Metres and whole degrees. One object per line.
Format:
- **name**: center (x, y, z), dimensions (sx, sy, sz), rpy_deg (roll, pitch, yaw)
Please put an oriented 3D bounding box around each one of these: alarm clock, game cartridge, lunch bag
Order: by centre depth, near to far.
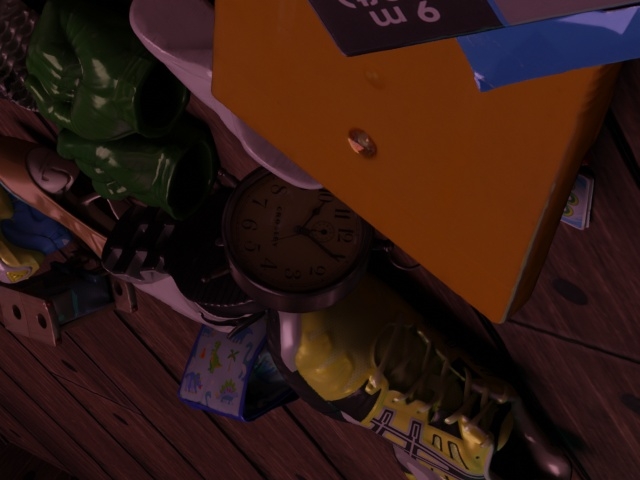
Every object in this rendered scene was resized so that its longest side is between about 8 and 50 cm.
- **game cartridge**: center (0.050, -0.119, 1.052), dimensions (0.285, 0.053, 0.323), rpy_deg (39, 152, 16)
- **alarm clock**: center (0.000, 0.000, 1.413), dimensions (0.192, 0.129, 0.064), rpy_deg (6, 157, 5)
- **lunch bag**: center (-0.074, 0.125, 1.769), dimensions (0.129, 0.151, 0.096), rpy_deg (7, 145, 53)

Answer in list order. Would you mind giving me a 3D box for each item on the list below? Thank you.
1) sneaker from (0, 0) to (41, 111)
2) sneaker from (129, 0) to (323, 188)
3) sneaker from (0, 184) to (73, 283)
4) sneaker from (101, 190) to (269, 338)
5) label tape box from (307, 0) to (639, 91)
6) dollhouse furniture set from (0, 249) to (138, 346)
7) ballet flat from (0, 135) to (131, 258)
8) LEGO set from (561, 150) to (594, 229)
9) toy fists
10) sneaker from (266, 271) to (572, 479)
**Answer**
- **sneaker**: center (-0.347, -0.232, 1.493), dimensions (0.146, 0.102, 0.293), rpy_deg (25, 158, 32)
- **sneaker**: center (-0.063, -0.124, 1.321), dimensions (0.212, 0.080, 0.094), rpy_deg (44, 172, -1)
- **sneaker**: center (-0.365, -0.063, 1.954), dimensions (0.091, 0.126, 0.240), rpy_deg (81, 162, -64)
- **sneaker**: center (-0.088, 0.032, 1.658), dimensions (0.146, 0.122, 0.330), rpy_deg (37, 168, -27)
- **label tape box**: center (0.102, -0.175, 0.715), dimensions (0.249, 0.115, 0.347), rpy_deg (-7, 135, 31)
- **dollhouse furniture set**: center (-0.332, 0.018, 2.066), dimensions (0.129, 0.129, 0.183), rpy_deg (13, 120, 48)
- **ballet flat**: center (-0.273, -0.052, 1.856), dimensions (0.232, 0.080, 0.073), rpy_deg (39, 133, -14)
- **LEGO set**: center (0.102, -0.088, 1.123), dimensions (0.182, 0.060, 0.244), rpy_deg (27, 157, 17)
- **toy fists**: center (-0.190, -0.118, 1.498), dimensions (0.142, 0.096, 0.279), rpy_deg (31, 161, 20)
- **sneaker**: center (0.103, 0.133, 1.544), dimensions (0.147, 0.145, 0.385), rpy_deg (0, 149, 46)
